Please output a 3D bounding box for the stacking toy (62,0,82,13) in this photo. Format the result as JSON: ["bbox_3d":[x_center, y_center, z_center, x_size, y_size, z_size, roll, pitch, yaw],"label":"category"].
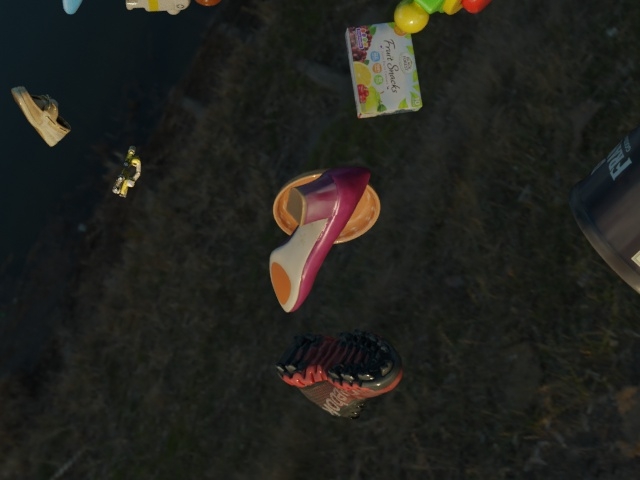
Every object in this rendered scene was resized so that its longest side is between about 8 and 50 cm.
[{"bbox_3d":[-0.440,-0.389,1.324,0.175,0.302,0.165,102,163,-56],"label":"stacking toy"}]

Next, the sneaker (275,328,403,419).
[{"bbox_3d":[0.050,0.202,1.596,0.097,0.135,0.276,-55,22,-24],"label":"sneaker"}]

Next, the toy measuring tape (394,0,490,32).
[{"bbox_3d":[0.203,-0.370,1.249,0.330,0.121,0.121,-49,47,7],"label":"toy measuring tape"}]

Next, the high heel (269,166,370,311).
[{"bbox_3d":[0.000,0.000,1.474,0.082,0.117,0.244,48,144,37],"label":"high heel"}]

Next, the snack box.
[{"bbox_3d":[0.099,-0.269,1.692,0.037,0.100,0.141,136,126,-80],"label":"snack box"}]

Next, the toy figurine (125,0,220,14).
[{"bbox_3d":[-0.192,-0.416,1.444,0.209,0.148,0.213,-102,9,-64],"label":"toy figurine"}]

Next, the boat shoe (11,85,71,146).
[{"bbox_3d":[-0.494,-0.231,1.915,0.059,0.170,0.063,-33,68,-5],"label":"boat shoe"}]

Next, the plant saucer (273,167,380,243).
[{"bbox_3d":[0.011,-0.069,2.008,0.200,0.200,0.037,-32,43,31],"label":"plant saucer"}]

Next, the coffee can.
[{"bbox_3d":[0.426,-0.078,1.113,0.275,0.201,0.201,-49,46,28],"label":"coffee can"}]

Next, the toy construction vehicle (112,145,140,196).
[{"bbox_3d":[-0.361,-0.123,2.022,0.086,0.035,0.098,-104,37,-68],"label":"toy construction vehicle"}]
